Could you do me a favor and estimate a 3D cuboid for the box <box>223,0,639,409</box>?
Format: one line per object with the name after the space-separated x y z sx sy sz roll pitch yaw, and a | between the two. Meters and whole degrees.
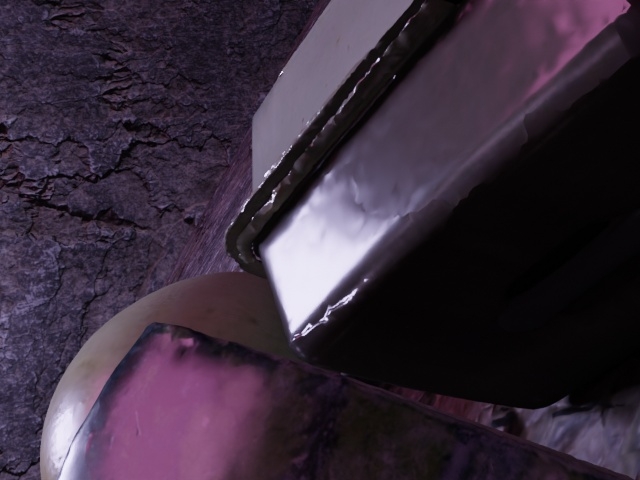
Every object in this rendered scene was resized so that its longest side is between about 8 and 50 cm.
0.103 -0.050 0.452 0.290 0.221 0.166 -47 39 41 | box

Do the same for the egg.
-0.087 0.136 0.750 0.218 0.218 0.295 -47 6 41 | egg

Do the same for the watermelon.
0.024 0.160 0.363 0.212 0.262 0.201 -64 -15 -9 | watermelon
